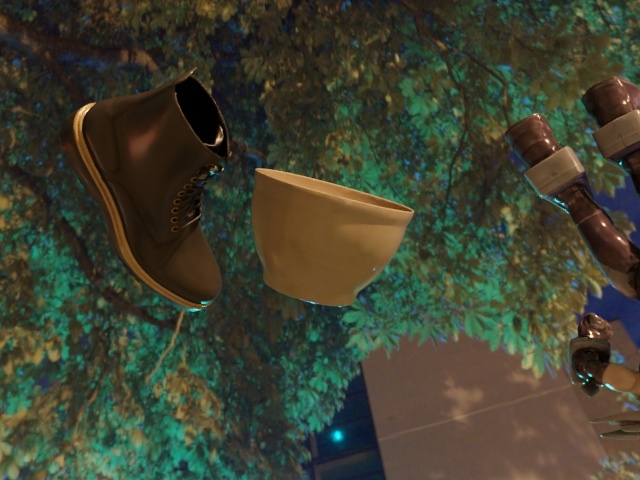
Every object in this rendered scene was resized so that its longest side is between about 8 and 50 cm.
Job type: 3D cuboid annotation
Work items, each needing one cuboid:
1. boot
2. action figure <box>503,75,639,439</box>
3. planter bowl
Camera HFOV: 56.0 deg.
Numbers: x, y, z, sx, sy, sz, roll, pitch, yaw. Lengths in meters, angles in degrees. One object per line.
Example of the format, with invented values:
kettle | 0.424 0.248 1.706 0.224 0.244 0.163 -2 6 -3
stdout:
boot | -0.107 -0.029 0.481 0.137 0.077 0.198 -11 -57 34
action figure | 0.243 0.020 0.425 0.185 0.285 0.099 -28 -27 25
planter bowl | 0.000 0.000 0.603 0.162 0.162 0.109 13 -81 -20
